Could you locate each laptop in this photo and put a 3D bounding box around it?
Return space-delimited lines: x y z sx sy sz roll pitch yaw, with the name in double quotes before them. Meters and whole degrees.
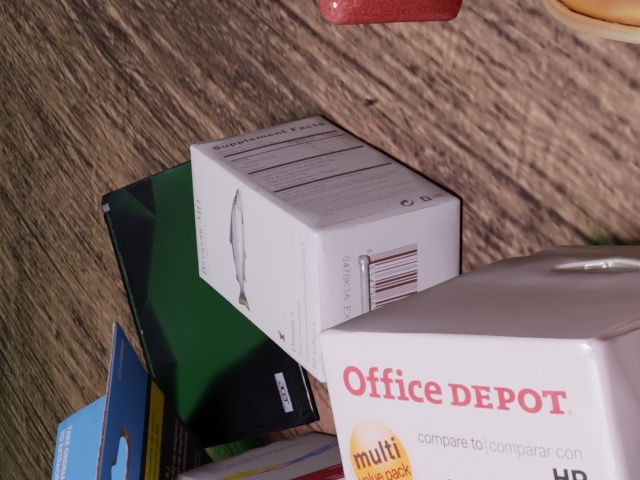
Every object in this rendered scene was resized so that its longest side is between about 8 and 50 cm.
"laptop" -0.096 0.057 1.307 0.264 0.137 0.234 78 176 -87

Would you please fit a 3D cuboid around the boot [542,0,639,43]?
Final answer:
"boot" 0.133 -0.177 0.663 0.197 0.073 0.152 37 129 45

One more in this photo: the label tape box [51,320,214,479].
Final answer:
"label tape box" -0.147 0.258 1.151 0.333 0.106 0.240 63 -160 -46

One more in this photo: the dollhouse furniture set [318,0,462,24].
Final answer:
"dollhouse furniture set" 0.098 -0.215 0.582 0.374 0.152 0.201 -38 69 57

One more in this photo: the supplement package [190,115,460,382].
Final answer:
"supplement package" 0.000 0.000 0.978 0.179 0.105 0.105 35 134 54

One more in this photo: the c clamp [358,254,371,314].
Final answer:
"c clamp" 0.096 0.081 0.804 0.022 0.161 0.137 33 -119 -85

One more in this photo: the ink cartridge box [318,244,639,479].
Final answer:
"ink cartridge box" 0.130 0.130 0.679 0.171 0.168 0.232 -2 102 50

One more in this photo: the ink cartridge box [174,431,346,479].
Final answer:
"ink cartridge box" -0.009 0.222 1.086 0.176 0.127 0.128 -2 102 64
